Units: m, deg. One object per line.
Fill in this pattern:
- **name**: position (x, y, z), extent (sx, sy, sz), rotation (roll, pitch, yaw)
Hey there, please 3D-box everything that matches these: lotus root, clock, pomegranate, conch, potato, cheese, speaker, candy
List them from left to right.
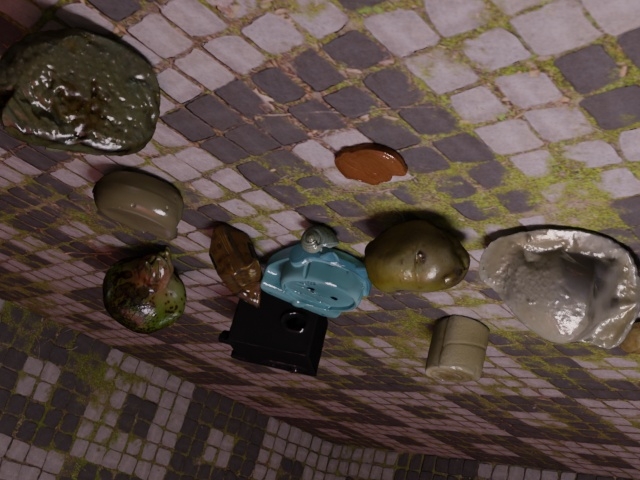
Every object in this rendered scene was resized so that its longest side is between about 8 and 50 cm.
- **cheese**: position (-0.390, -0.082, 1.543), extent (0.203, 0.091, 0.175), rotation (21, 157, -5)
- **pomegranate**: position (-0.469, 0.114, 1.955), extent (0.222, 0.276, 0.204), rotation (6, -157, -26)
- **candy**: position (-0.192, 0.072, 1.720), extent (0.101, 0.143, 0.271), rotation (-23, 157, -7)
- **speaker**: position (-0.123, 0.249, 1.991), extent (0.254, 0.184, 0.232), rotation (11, 156, 10)
- **conch**: position (-0.001, -0.004, 1.502), extent (0.076, 0.056, 0.085), rotation (-10, 179, 17)
- **clock**: position (0.003, 0.091, 1.662), extent (0.224, 0.094, 0.274), rotation (23, 157, -18)
- **potato**: position (0.177, 0.036, 1.367), extent (0.201, 0.136, 0.154), rotation (-2, 151, 34)
- **lotus root**: position (0.669, 0.202, 1.508), extent (0.073, 0.062, 0.150), rotation (8, 156, 2)

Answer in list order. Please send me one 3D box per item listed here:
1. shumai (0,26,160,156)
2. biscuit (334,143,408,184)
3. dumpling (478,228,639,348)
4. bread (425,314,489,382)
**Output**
- **shumai**: position (-0.399, -0.232, 1.156), extent (0.256, 0.189, 0.218), rotation (12, 180, -32)
- **biscuit**: position (0.082, -0.126, 1.217), extent (0.102, 0.019, 0.131), rotation (35, 152, -34)
- **dumpling**: position (0.437, 0.076, 1.290), extent (0.244, 0.175, 0.226), rotation (10, 130, -18)
- **bread**: position (0.340, 0.276, 1.792), extent (0.134, 0.141, 0.148), rotation (20, 157, -4)
